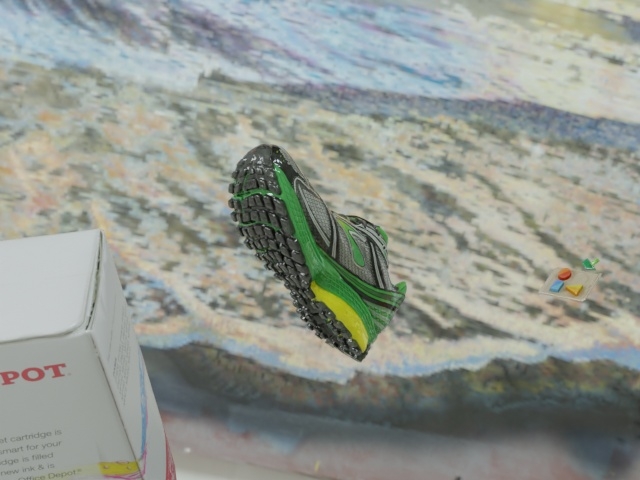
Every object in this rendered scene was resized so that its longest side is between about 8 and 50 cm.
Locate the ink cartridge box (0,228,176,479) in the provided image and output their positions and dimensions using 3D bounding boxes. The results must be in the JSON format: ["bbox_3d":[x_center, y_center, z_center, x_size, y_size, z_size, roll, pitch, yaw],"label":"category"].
[{"bbox_3d":[-0.255,0.155,0.779,0.226,0.306,0.131,-7,37,-2],"label":"ink cartridge box"}]

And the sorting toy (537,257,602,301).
[{"bbox_3d":[0.304,0.043,1.127,0.062,0.012,0.083,6,36,36],"label":"sorting toy"}]

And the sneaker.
[{"bbox_3d":[0.000,0.000,1.233,0.134,0.146,0.343,19,-30,46],"label":"sneaker"}]
